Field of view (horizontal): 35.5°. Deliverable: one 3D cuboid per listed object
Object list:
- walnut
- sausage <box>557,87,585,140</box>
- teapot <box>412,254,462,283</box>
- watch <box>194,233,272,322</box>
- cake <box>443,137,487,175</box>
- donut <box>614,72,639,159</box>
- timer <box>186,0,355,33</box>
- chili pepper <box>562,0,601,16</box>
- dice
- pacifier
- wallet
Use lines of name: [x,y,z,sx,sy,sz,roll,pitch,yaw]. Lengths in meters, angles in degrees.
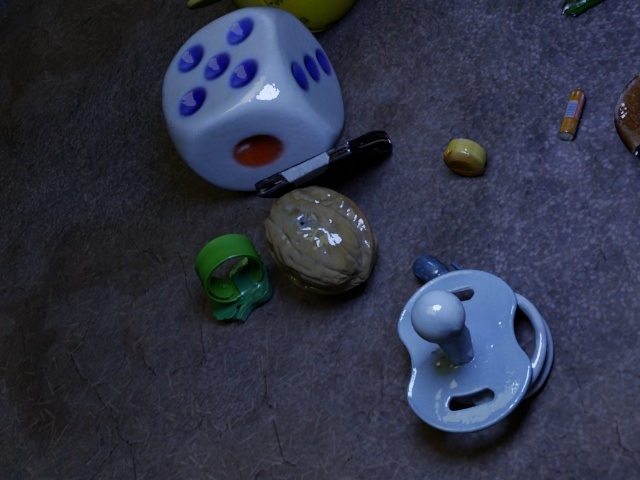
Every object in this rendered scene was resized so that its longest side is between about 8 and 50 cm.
walnut: [0.000,0.000,1.904,0.245,0.198,0.198,39,88,24]
sausage: [0.464,-0.235,1.831,0.031,0.031,0.107,6,66,39]
teapot: [0.213,0.060,1.821,0.083,0.063,0.049,36,118,42]
watch: [-0.188,0.077,2.027,0.165,0.152,0.131,-37,50,9]
cake: [0.273,-0.155,1.885,0.084,0.084,0.044,6,64,39]
donut: [0.598,-0.229,1.691,0.217,0.085,0.141,-36,47,11]
timer: [-0.091,-0.630,2.285,0.387,0.376,0.376,-12,55,45]
chili pepper: [0.553,-0.519,1.930,0.224,0.061,0.098,-34,54,12]
dice: [-0.144,-0.303,2.156,0.304,0.277,0.304,-26,51,24]
pacifier: [0.227,0.151,1.615,0.244,0.233,0.299,-22,53,20]
wallet: [0.012,-0.146,1.978,0.221,0.262,0.071,-22,89,22]
